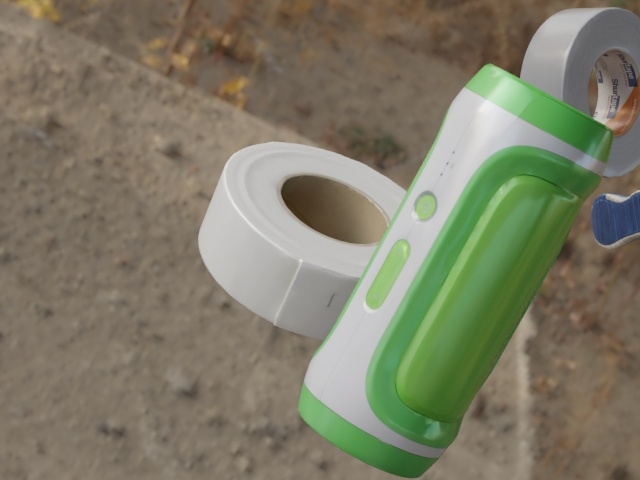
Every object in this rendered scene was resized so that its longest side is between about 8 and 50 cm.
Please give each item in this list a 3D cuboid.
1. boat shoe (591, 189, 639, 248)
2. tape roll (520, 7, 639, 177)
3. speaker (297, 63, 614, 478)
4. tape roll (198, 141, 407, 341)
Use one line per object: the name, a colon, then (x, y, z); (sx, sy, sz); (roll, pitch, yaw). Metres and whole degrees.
boat shoe: (0.375, -0.026, 1.915); (0.066, 0.066, 0.183); (-5, -1, -15)
tape roll: (0.353, -0.190, 2.117); (0.219, 0.219, 0.072); (1, 4, -42)
speaker: (0.099, 0.023, 1.219); (0.131, 0.296, 0.131); (28, 8, -4)
tape roll: (0.000, 0.000, 1.981); (0.286, 0.100, 0.286); (18, 30, -11)
